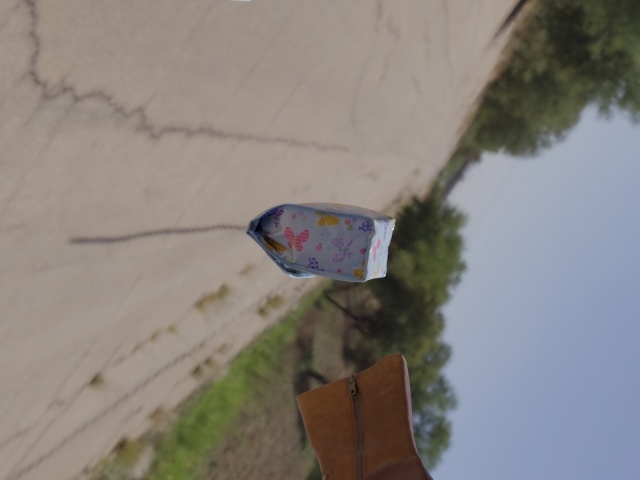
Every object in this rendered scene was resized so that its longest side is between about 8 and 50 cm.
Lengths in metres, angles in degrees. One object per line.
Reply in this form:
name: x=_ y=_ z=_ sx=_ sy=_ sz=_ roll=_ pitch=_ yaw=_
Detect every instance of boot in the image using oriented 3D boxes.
boot: x=-0.001 y=0.271 z=1.293 sx=0.264 sy=0.096 sz=0.280 roll=-29 pitch=-140 yaw=13

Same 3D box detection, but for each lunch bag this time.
lunch bag: x=0.000 y=0.000 z=0.748 sx=0.071 sy=0.083 sz=0.053 roll=-7 pitch=109 yaw=-77
